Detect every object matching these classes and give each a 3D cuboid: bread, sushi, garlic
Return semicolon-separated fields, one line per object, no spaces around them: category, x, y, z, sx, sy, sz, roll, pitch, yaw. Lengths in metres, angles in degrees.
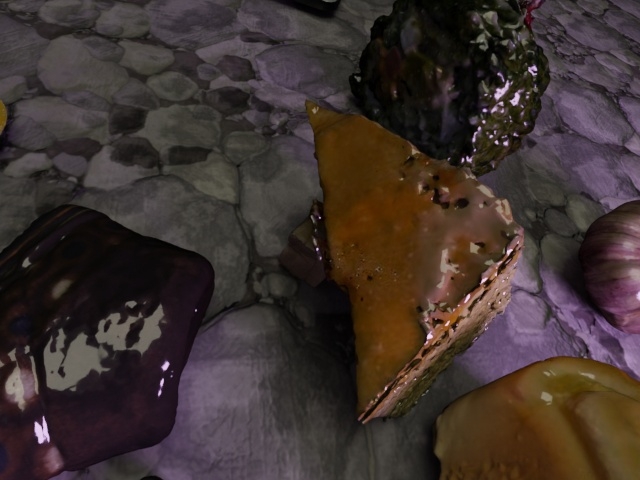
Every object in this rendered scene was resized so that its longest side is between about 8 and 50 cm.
bread;0.055;0.032;0.508;0.315;0.248;0.279;32;84;32
sushi;0.225;-0.290;0.738;0.178;0.294;0.352;-13;58;-26
bread;0.010;-0.015;0.610;0.077;0.105;0.152;33;55;0
bread;0.268;0.279;0.393;0.211;0.270;0.316;18;47;-20
garlic;0.533;0.052;0.679;0.245;0.160;0.245;5;76;-19

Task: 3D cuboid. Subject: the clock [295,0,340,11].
clock;-0.062;-0.724;1.102;0.279;0.049;0.273;19;55;-1

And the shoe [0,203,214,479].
shoe;-0.255;0.140;0.394;0.237;0.171;0.384;19;46;4

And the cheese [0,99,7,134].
cheese;-0.560;-0.143;0.567;0.177;0.069;0.270;14;57;-4

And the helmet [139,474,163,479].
helmet;-0.153;0.277;0.404;0.084;0.049;0.065;34;85;41

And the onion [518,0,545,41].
onion;0.376;-0.425;0.885;0.273;0.285;0.273;31;34;-24
